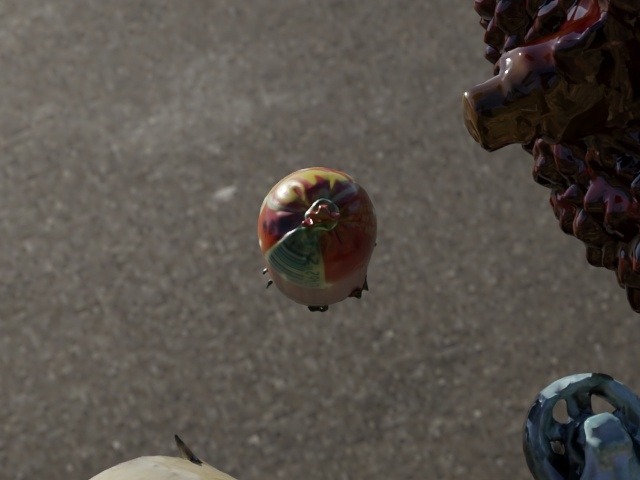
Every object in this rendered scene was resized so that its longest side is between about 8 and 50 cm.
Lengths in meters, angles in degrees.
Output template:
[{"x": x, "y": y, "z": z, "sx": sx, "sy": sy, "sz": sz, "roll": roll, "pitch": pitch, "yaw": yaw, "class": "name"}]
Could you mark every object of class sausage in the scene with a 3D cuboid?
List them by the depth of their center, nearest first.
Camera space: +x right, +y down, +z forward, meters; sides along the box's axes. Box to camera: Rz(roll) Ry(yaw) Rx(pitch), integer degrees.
[{"x": 0.000, "y": 0.000, "z": 1.033, "sx": 0.083, "sy": 0.083, "sz": 0.264, "roll": -22, "pitch": -5, "yaw": -3, "class": "sausage"}]

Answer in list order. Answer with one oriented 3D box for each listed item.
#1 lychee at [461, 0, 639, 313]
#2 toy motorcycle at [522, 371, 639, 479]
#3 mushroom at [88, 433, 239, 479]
[{"x": 0.189, "y": -0.093, "z": 0.595, "sx": 0.304, "sy": 0.275, "sz": 0.276, "roll": -24, "pitch": 24, "yaw": -14, "class": "lychee"}, {"x": 0.229, "y": 0.191, "z": 0.951, "sx": 0.260, "sy": 0.206, "sz": 0.154, "roll": 13, "pitch": -20, "yaw": -13, "class": "toy motorcycle"}, {"x": -0.050, "y": 0.242, "z": 0.791, "sx": 0.195, "sy": 0.253, "sz": 0.189, "roll": -36, "pitch": 41, "yaw": -28, "class": "mushroom"}]
